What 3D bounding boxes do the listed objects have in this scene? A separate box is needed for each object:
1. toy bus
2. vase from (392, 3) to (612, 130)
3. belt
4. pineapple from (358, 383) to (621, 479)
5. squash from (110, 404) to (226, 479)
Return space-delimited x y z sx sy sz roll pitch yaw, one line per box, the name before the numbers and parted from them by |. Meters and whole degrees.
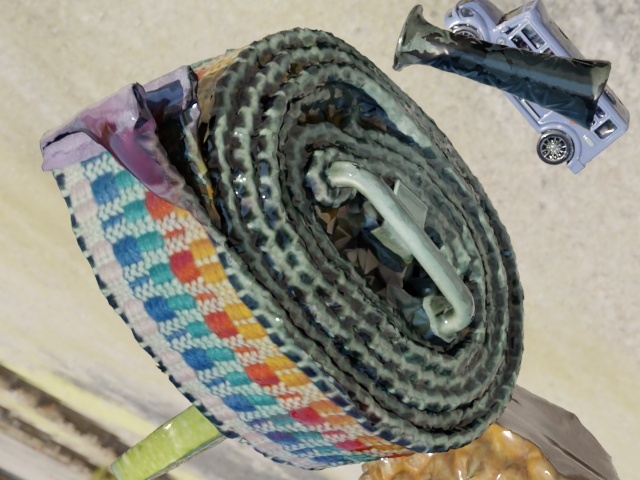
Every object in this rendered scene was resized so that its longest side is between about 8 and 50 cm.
toy bus | 0.307 -0.243 1.561 0.133 0.125 0.292 -39 96 26
vase | 0.145 -0.140 0.880 0.167 0.059 0.059 19 159 10
belt | 0.000 0.000 0.651 0.160 0.207 0.295 -18 115 45
pineapple | 0.087 0.290 0.898 0.222 0.357 0.223 28 -170 -6
squash | -0.067 0.138 0.884 0.041 0.219 0.219 56 162 8
